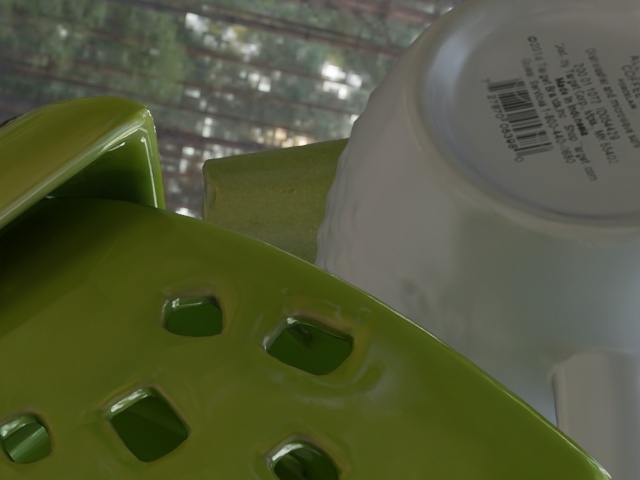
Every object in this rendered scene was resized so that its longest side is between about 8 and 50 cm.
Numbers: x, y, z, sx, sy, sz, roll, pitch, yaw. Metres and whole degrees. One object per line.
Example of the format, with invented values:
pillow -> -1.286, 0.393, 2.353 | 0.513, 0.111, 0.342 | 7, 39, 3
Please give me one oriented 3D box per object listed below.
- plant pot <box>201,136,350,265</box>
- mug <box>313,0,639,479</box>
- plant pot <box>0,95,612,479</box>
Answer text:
plant pot -> 0.000, 0.000, 1.470 | 0.276, 0.253, 0.276 | 178, -90, -83
mug -> 0.129, 0.070, 0.709 | 0.328, 0.276, 0.374 | 86, 4, -52
plant pot -> -0.077, 0.107, 0.414 | 0.207, 0.227, 0.228 | 44, -21, 17
